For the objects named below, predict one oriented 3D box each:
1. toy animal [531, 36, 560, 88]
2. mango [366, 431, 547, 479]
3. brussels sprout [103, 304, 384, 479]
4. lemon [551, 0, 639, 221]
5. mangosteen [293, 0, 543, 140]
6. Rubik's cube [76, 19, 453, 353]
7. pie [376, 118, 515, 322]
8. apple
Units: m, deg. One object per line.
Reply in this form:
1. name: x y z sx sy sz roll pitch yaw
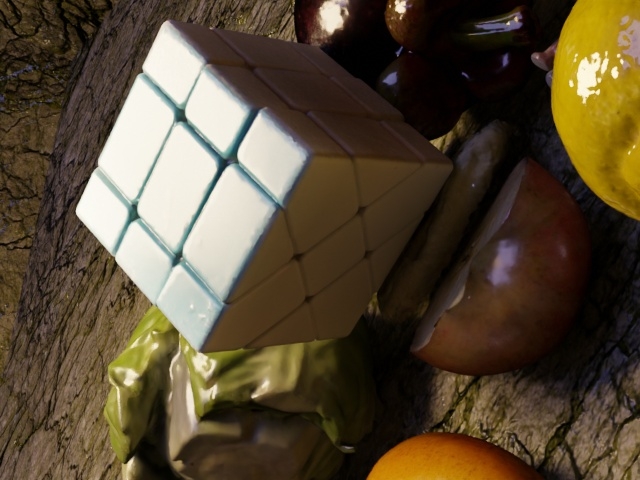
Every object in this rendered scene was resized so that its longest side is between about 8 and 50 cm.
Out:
1. toy animal: 0.413 -0.268 1.578 0.184 0.104 0.185 34 82 34
2. mango: 0.188 0.353 1.388 0.350 0.201 0.199 26 122 55
3. brussels sprout: -0.116 0.217 1.837 0.425 0.342 0.361 -12 38 13
4. lemon: 0.409 -0.176 1.240 0.348 0.348 0.348 -41 37 41
5. mangosteen: 0.165 -0.330 1.764 0.382 0.382 0.435 -57 45 19
6. Rubik's cube: -0.078 -0.071 1.575 0.316 0.318 0.322 46 118 30
7. pie: 0.176 -0.035 1.708 0.339 0.077 0.339 -57 1 1
8. apple: 0.253 0.058 1.504 0.293 0.163 0.251 -58 -1 1
